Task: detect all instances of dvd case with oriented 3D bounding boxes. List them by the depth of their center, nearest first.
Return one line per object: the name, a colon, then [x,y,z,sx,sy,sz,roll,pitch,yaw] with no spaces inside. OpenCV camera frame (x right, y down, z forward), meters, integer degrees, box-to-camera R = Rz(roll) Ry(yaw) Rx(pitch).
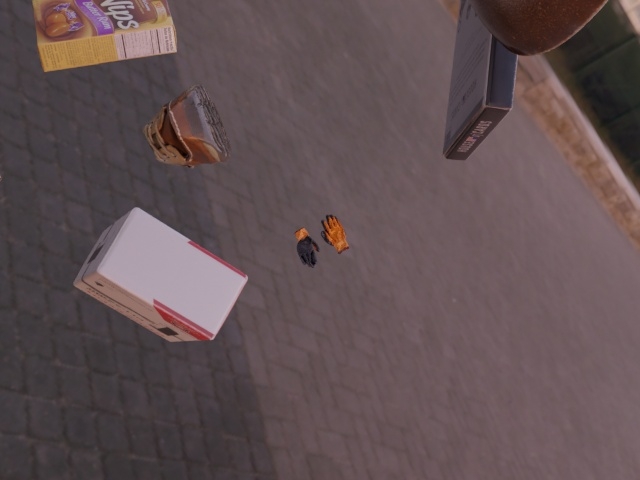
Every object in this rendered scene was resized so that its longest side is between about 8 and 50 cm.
dvd case: [0.152,-0.209,0.811,0.179,0.029,0.239,106,-9,-82]

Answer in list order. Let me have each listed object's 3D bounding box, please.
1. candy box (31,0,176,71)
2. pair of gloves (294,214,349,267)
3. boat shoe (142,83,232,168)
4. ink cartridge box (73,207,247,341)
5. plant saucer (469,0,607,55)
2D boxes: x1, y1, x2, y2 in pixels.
candy box: [-0.304,-0.303,1.253,0.053,0.186,0.109,93,-18,-49]
pair of gloves: [0.000,0.000,1.389,0.010,0.083,0.074,43,22,-57]
boat shoe: [-0.212,-0.162,1.401,0.324,0.120,0.123,-153,-136,-88]
ink cartridge box: [-0.257,0.062,1.381,0.197,0.273,0.114,33,73,-15]
plant saucer: [0.145,-0.271,0.538,0.050,0.311,0.311,11,39,-12]
